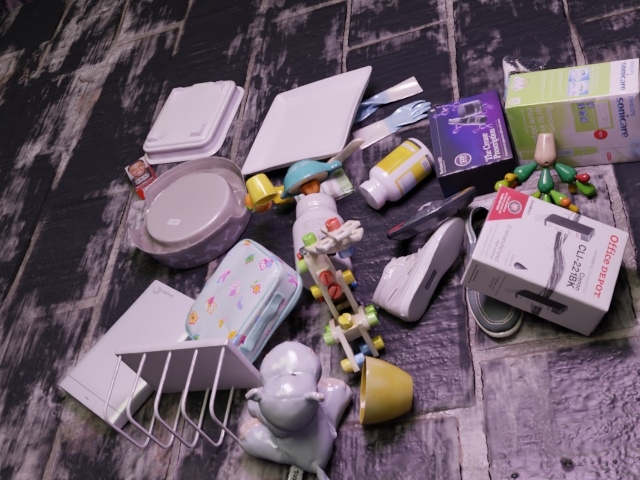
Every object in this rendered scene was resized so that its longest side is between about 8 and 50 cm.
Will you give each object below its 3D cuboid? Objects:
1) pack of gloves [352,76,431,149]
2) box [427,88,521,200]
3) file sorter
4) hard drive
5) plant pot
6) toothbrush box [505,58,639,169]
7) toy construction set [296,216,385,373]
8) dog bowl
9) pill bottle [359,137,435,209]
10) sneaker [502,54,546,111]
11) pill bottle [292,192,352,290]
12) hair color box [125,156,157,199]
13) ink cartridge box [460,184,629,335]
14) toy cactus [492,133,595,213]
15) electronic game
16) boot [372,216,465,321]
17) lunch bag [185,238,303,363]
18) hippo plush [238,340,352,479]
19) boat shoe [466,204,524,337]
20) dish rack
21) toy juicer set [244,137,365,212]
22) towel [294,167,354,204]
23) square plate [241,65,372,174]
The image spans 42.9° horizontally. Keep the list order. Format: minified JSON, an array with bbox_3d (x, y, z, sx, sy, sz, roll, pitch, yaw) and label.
[{"bbox_3d":[0.181,-0.368,2.256,0.232,0.046,0.195,-26,42,4],"label":"pack of gloves"},{"bbox_3d":[0.371,-0.232,1.990,0.184,0.103,0.261,-17,44,17],"label":"box"},{"bbox_3d":[-0.294,0.337,1.739,0.278,0.193,0.173,-7,51,22],"label":"file sorter"},{"bbox_3d":[-0.445,0.270,1.983,0.233,0.047,0.353,22,62,39],"label":"hard drive"},{"bbox_3d":[0.131,0.300,1.610,0.095,0.134,0.134,5,48,0],"label":"plant pot"},{"bbox_3d":[0.583,-0.279,1.844,0.283,0.206,0.122,-3,48,24],"label":"toothbrush box"},{"bbox_3d":[0.035,0.098,1.727,0.151,0.327,0.215,-11,21,0],"label":"toy construction set"},{"bbox_3d":[-0.346,-0.070,2.210,0.349,0.102,0.348,-15,45,15],"label":"dog bowl"},{"bbox_3d":[0.188,-0.162,2.016,0.184,0.103,0.103,-39,44,-11],"label":"pill bottle"},{"bbox_3d":[0.500,-0.385,2.059,0.110,0.122,0.283,15,31,10],"label":"sneaker"},{"bbox_3d":[0.000,0.000,1.941,0.131,0.131,0.229,-19,45,11],"label":"pill bottle"},{"bbox_3d":[-0.538,-0.190,2.465,0.072,0.043,0.141,-34,42,-4],"label":"hair color box"},{"bbox_3d":[0.444,0.038,1.608,0.273,0.114,0.197,22,59,9],"label":"ink cartridge box"},{"bbox_3d":[0.495,-0.147,1.805,0.219,0.112,0.180,1,93,19],"label":"toy cactus"},{"bbox_3d":[0.252,-0.063,1.846,0.229,0.048,0.229,-29,1,1],"label":"electronic game"},{"bbox_3d":[0.210,0.048,1.794,0.123,0.095,0.258,22,74,42],"label":"boot"},{"bbox_3d":[-0.175,0.153,1.856,0.279,0.108,0.224,-56,41,-1],"label":"lunch bag"},{"bbox_3d":[-0.077,0.332,1.582,0.234,0.236,0.294,-7,47,16],"label":"hippo plush"},{"bbox_3d":[0.357,0.058,1.724,0.116,0.099,0.319,-12,45,17],"label":"boat shoe"},{"bbox_3d":[-0.410,-0.388,2.567,0.286,0.072,0.332,-4,47,25],"label":"dish rack"},{"bbox_3d":[-0.041,-0.138,2.057,0.329,0.209,0.089,-24,79,-19],"label":"toy juicer set"},{"bbox_3d":[0.004,-0.134,2.144,0.152,0.023,0.113,-27,44,3],"label":"towel"},{"bbox_3d":[-0.031,-0.326,2.290,0.344,0.049,0.347,-10,44,34],"label":"square plate"}]
